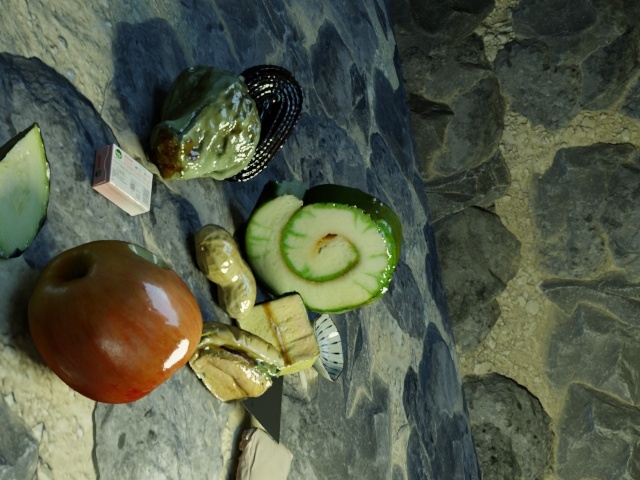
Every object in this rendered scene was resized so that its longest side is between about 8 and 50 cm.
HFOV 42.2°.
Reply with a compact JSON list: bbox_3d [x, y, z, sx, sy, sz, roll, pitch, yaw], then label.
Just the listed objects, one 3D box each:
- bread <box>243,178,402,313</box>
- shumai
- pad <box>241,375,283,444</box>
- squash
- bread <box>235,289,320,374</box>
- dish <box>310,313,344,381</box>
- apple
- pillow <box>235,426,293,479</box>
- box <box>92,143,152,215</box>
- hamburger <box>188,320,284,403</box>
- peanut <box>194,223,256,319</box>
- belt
[{"bbox_3d":[0.000,0.000,2.002,0.382,0.366,0.129,49,31,-17],"label":"bread"},{"bbox_3d":[-0.268,-0.263,1.749,0.222,0.225,0.261,7,62,-54],"label":"shumai"},{"bbox_3d":[-0.132,0.321,1.884,0.159,0.009,0.265,56,18,-28],"label":"pad"},{"bbox_3d":[-0.492,-0.067,1.267,0.192,0.085,0.184,-69,167,-53],"label":"squash"},{"bbox_3d":[-0.110,0.248,1.978,0.264,0.163,0.168,110,-40,-68],"label":"bread"},{"bbox_3d":[-0.003,0.285,2.210,0.190,0.066,0.191,-14,90,-70],"label":"dish"},{"bbox_3d":[-0.324,0.121,1.305,0.241,0.242,0.242,53,30,-30],"label":"apple"},{"bbox_3d":[-0.125,0.529,1.746,0.173,0.067,0.270,50,32,-36],"label":"pillow"},{"bbox_3d":[-0.378,-0.115,1.590,0.125,0.043,0.089,45,36,-51],"label":"box"},{"bbox_3d":[-0.188,0.222,1.704,0.208,0.155,0.135,49,28,-34],"label":"hamburger"},{"bbox_3d":[-0.206,0.068,1.821,0.103,0.098,0.229,-37,116,-23],"label":"peanut"},{"bbox_3d":[-0.158,-0.272,1.930,0.184,0.289,0.164,31,-4,-13],"label":"belt"}]
